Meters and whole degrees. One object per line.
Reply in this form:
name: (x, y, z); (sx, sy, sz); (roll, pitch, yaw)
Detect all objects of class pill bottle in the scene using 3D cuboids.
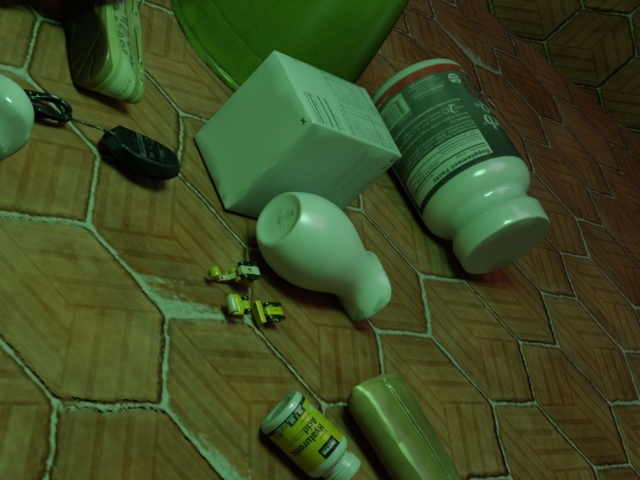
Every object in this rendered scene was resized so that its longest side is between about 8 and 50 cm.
pill bottle: (0.247, -0.132, 2.147); (0.210, 0.210, 0.363); (10, 45, -51)
pill bottle: (-0.009, 0.239, 1.416); (0.116, 0.065, 0.065); (44, 26, -7)

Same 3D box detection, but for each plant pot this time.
plant pot: (-0.002, -0.437, 2.030); (0.366, 0.353, 0.366); (36, 29, -23)

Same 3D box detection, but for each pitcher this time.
pitcher: (0.000, 0.000, 1.700); (0.207, 0.125, 0.177); (37, 25, -40)

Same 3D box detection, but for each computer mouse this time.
computer mouse: (-0.290, -0.132, 1.544); (0.242, 0.041, 0.071); (25, 25, -27)

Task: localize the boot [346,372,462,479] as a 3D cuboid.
boot: (0.109, 0.298, 1.498); (0.269, 0.089, 0.236); (59, 15, 19)

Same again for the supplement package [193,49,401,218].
supplement package: (-0.034, -0.138, 1.748); (0.203, 0.194, 0.149); (15, 40, -48)

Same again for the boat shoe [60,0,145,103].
boat shoe: (-0.304, -0.310, 1.701); (0.089, 0.105, 0.285); (29, 42, -41)

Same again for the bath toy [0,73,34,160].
bath toy: (-0.466, -0.201, 1.270); (0.348, 0.151, 0.129); (45, 63, -13)

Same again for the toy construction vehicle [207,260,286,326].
toy construction vehicle: (-0.099, 0.072, 1.554); (0.098, 0.035, 0.086); (3, 61, -52)
